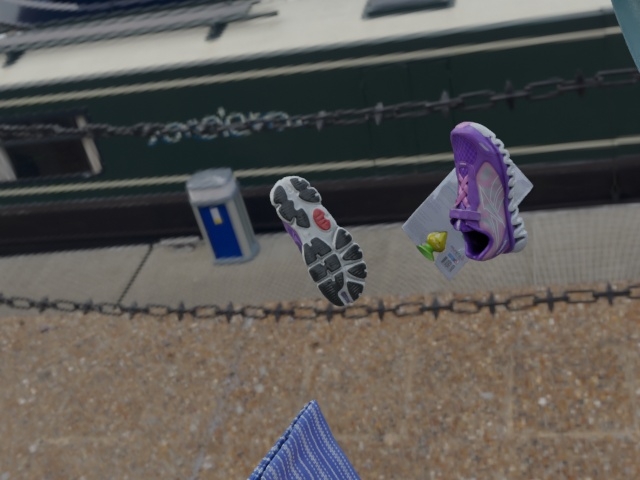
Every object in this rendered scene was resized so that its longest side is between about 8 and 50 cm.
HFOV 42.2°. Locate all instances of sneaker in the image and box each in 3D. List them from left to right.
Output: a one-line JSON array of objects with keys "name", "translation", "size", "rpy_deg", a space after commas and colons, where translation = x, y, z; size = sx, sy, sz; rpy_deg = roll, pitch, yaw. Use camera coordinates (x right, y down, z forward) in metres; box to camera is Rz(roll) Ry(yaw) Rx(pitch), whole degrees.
[{"name": "sneaker", "translation": [0.000, 0.000, 0.995], "size": [0.068, 0.170, 0.071], "rpy_deg": [-27, -10, -6]}, {"name": "sneaker", "translation": [0.243, -0.065, 1.287], "size": [0.104, 0.236, 0.095], "rpy_deg": [-30, 24, -21]}]

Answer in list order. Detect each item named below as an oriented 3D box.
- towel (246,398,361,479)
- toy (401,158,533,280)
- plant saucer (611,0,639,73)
[{"name": "towel", "translation": [0.001, 0.412, 1.297], "size": [0.040, 0.243, 0.336], "rpy_deg": [-31, 3, 20]}, {"name": "toy", "translation": [0.255, -0.061, 1.486], "size": [0.237, 0.137, 0.056], "rpy_deg": [-48, 17, -13]}, {"name": "plant saucer", "translation": [0.242, -0.162, 0.490], "size": [0.043, 0.318, 0.318], "rpy_deg": [-22, 32, 4]}]
